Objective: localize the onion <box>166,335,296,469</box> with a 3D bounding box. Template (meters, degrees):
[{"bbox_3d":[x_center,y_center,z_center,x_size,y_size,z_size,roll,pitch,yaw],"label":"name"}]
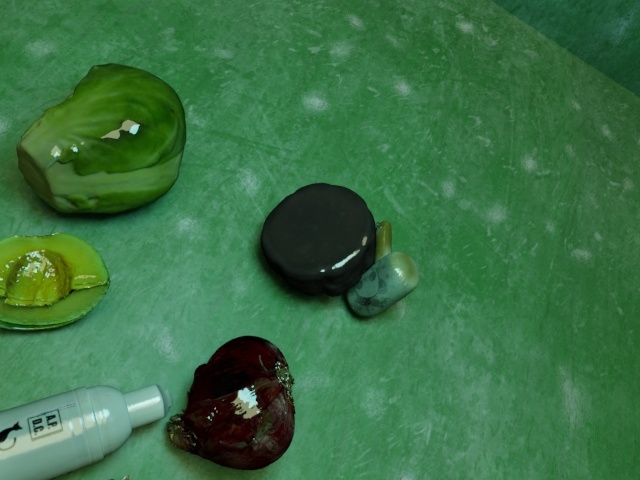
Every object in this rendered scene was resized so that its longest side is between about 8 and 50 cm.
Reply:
[{"bbox_3d":[-0.160,0.320,1.123,0.221,0.281,0.281,56,43,-44],"label":"onion"}]

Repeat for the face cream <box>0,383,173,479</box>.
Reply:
[{"bbox_3d":[-0.449,0.345,1.019,0.369,0.145,0.145,-15,71,-28],"label":"face cream"}]

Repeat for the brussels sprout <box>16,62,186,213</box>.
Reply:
[{"bbox_3d":[-0.465,-0.221,1.227,0.315,0.276,0.371,34,57,0],"label":"brussels sprout"}]

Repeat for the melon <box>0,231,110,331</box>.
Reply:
[{"bbox_3d":[-0.572,0.081,1.126,0.265,0.129,0.169,-4,44,-22],"label":"melon"}]

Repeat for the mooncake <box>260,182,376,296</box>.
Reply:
[{"bbox_3d":[0.000,0.000,1.356,0.283,0.141,0.283,-3,59,6],"label":"mooncake"}]

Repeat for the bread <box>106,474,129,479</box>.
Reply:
[{"bbox_3d":[-0.264,0.572,1.008,0.380,0.109,0.185,26,53,-10],"label":"bread"}]

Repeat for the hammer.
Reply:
[{"bbox_3d":[0.164,0.046,1.437,0.113,0.202,0.305,37,37,-22],"label":"hammer"}]
